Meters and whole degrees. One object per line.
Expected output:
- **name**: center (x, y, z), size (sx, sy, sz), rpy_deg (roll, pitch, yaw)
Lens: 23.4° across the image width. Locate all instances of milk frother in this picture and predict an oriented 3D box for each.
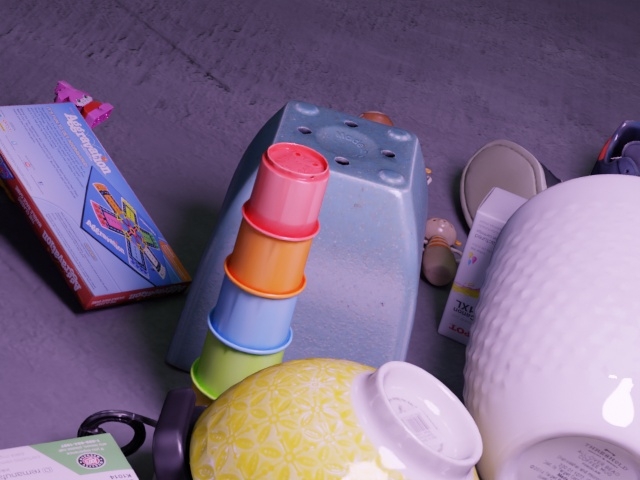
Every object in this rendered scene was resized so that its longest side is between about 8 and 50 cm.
- **milk frother**: center (-0.150, 0.215, 1.388), size (0.143, 0.129, 0.135), rpy_deg (-25, 24, 17)

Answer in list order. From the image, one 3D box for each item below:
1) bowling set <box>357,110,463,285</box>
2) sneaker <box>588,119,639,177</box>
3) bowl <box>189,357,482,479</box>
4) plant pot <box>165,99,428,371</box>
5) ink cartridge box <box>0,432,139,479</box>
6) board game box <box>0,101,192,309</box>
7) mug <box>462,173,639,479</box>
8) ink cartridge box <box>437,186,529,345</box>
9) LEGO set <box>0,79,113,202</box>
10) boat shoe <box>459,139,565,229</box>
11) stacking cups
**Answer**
- **bowling set**: center (0.064, -0.081, 1.885), size (0.287, 0.200, 0.154), rpy_deg (17, 28, -6)
- **sneaker**: center (0.436, -0.042, 2.035), size (0.131, 0.148, 0.350), rpy_deg (7, 31, -15)
- **bowl**: center (0.048, 0.197, 1.333), size (0.289, 0.156, 0.289), rpy_deg (34, 25, -18)
- **plant pot**: center (0.000, 0.000, 1.649), size (0.247, 0.252, 0.247), rpy_deg (16, 29, -1)
- **ink cartridge box**: center (-0.204, 0.268, 1.252), size (0.160, 0.093, 0.219), rpy_deg (-6, 35, -33)
- **board game box**: center (-0.271, -0.045, 1.725), size (0.145, 0.027, 0.281), rpy_deg (-9, 55, -46)
- **mug**: center (0.312, 0.168, 1.538), size (0.374, 0.276, 0.328), rpy_deg (42, 37, -14)
- **ink cartridge box**: center (0.221, 0.047, 1.753), size (0.127, 0.175, 0.072), rpy_deg (23, 33, 13)
- **LEGO set**: center (-0.355, -0.119, 1.844), size (0.093, 0.087, 0.227), rpy_deg (36, 32, 5)
- **boat shoe**: center (0.291, -0.012, 1.959), size (0.113, 0.127, 0.340), rpy_deg (32, 9, -35)
- **stacking cups**: center (-0.063, 0.061, 1.450), size (0.096, 0.316, 0.096), rpy_deg (11, 32, -7)
